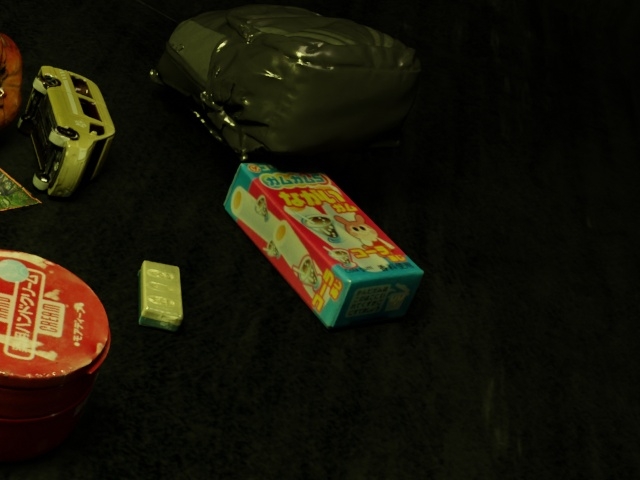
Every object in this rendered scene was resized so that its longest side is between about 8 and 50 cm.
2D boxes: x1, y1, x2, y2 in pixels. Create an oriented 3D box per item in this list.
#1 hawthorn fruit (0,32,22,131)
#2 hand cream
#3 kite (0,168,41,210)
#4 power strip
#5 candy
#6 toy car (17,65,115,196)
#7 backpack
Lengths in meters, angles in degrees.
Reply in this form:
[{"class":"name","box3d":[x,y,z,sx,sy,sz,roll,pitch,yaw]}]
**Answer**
[{"class":"hawthorn fruit","box3d":[-0.566,-0.248,1.957,0.243,0.207,0.207,12,25,23]},{"class":"hand cream","box3d":[-0.366,0.131,1.523,0.230,0.149,0.230,19,31,-12]},{"class":"kite","box3d":[-0.491,-0.096,1.857,0.241,0.014,0.183,37,57,-34]},{"class":"power strip","box3d":[-0.221,0.074,1.827,0.056,0.032,0.123,14,30,-18]},{"class":"candy","box3d":[0.000,-0.001,2.035,0.157,0.100,0.306,-6,40,-40]},{"class":"toy car","box3d":[-0.378,-0.162,2.026,0.124,0.101,0.256,10,31,-29]},{"class":"backpack","box3d":[-0.075,-0.265,2.208,0.363,0.254,0.446,-6,26,-38]}]
